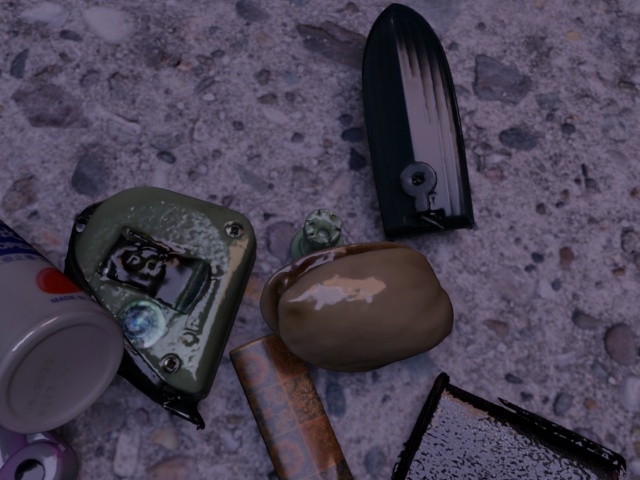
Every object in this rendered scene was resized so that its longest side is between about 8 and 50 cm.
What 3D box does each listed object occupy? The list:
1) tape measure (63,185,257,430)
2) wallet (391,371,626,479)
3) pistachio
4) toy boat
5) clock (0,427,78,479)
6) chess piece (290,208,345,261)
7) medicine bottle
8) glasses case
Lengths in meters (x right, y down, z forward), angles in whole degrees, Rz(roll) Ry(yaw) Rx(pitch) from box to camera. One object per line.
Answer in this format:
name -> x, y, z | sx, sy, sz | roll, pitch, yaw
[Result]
tape measure -> -0.188, 0.061, 0.718 | 0.207, 0.115, 0.235 | 18, 71, -1
wallet -> 0.176, 0.302, 0.693 | 0.221, 0.071, 0.262 | 25, 78, 3
pistachio -> 0.047, 0.072, 0.713 | 0.223, 0.126, 0.152 | 9, 107, -28
toy boat -> 0.112, -0.148, 0.804 | 0.114, 0.122, 0.296 | -9, 82, 12
clock -> -0.397, 0.246, 0.653 | 0.227, 0.090, 0.248 | 40, 75, 9
chess piece -> 0.000, 0.000, 0.757 | 0.067, 0.103, 0.067 | 2, 71, -5
medicine bottle -> -0.348, 0.042, 0.656 | 0.341, 0.130, 0.130 | 30, 70, 31
glasses case -> -0.026, 0.209, 0.714 | 0.075, 0.049, 0.218 | -21, 75, -11
